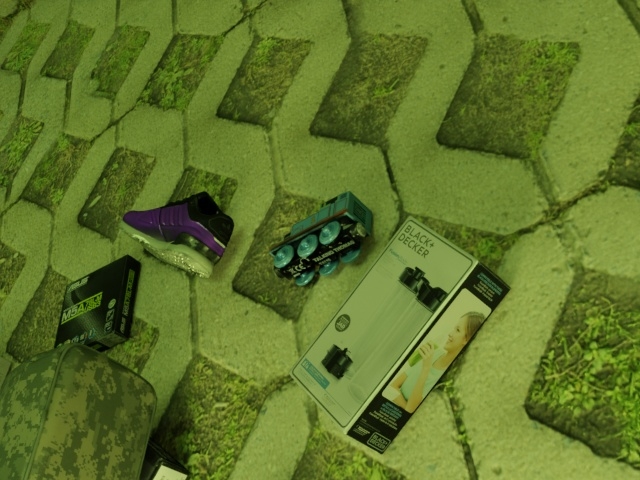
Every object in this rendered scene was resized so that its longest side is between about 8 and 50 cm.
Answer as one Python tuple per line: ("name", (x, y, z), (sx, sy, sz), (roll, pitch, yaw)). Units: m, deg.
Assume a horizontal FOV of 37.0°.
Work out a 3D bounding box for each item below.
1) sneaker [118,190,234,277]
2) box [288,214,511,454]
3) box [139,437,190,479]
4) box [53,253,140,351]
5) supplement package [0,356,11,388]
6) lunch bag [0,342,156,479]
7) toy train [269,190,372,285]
("sneaker", (-0.261, -0.030, 1.817), (0.293, 0.102, 0.146), (20, 72, 46))
("box", (0.105, 0.125, 1.323), (0.290, 0.087, 0.169), (-51, 38, 2))
("box", (-0.379, 0.444, 1.586), (0.296, 0.073, 0.293), (22, 77, 52))
("box", (-0.448, 0.141, 1.909), (0.191, 0.045, 0.184), (-24, 49, 31))
("supplement package", (-0.815, 0.359, 2.005), (0.175, 0.177, 0.292), (-11, 54, 41))
("lunch bag", (-0.424, 0.333, 1.485), (0.256, 0.212, 0.305), (-21, 47, 34))
("toy train", (0.000, 0.000, 1.540), (0.184, 0.080, 0.105), (-27, 36, 32))
